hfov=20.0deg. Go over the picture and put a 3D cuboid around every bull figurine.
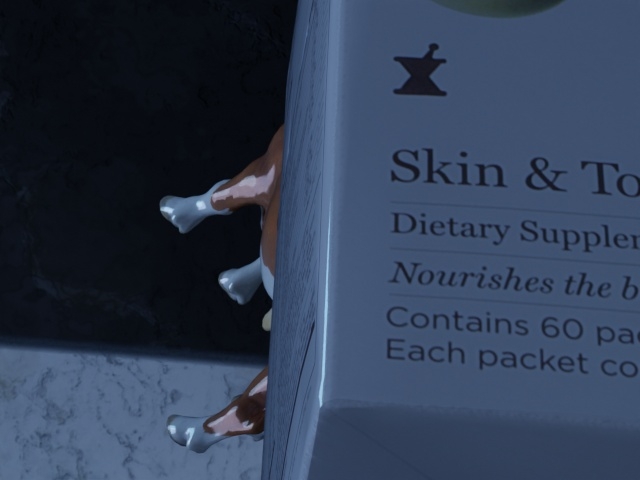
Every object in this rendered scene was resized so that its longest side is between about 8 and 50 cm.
[{"bbox_3d":[0.000,0.000,1.097,0.188,0.101,0.310,-32,36,25],"label":"bull figurine"}]

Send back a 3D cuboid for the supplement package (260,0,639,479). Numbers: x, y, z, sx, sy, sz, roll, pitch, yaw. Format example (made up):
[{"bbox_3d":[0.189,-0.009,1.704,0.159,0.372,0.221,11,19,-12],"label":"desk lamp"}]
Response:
[{"bbox_3d":[0.090,-0.006,0.476,0.198,0.199,0.263,99,175,-51],"label":"supplement package"}]
